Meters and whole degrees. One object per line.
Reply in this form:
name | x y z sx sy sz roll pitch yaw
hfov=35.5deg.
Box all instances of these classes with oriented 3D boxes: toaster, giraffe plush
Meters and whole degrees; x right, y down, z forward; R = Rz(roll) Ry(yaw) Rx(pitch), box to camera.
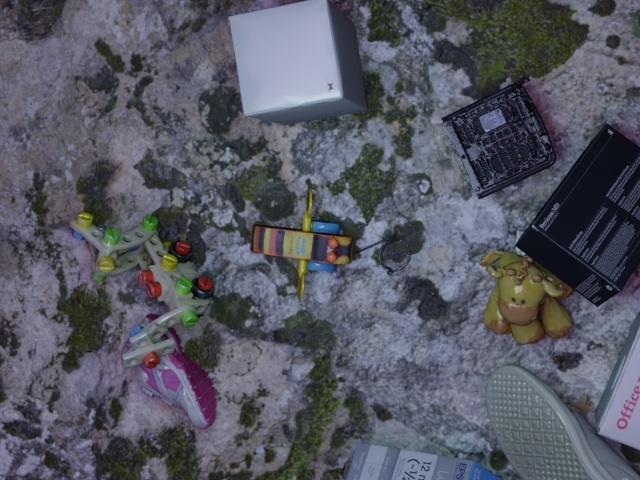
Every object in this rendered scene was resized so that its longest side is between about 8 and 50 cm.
toaster | 0.333 -0.186 1.822 0.185 0.110 0.168 -26 89 12
giraffe plush | 0.369 0.091 1.799 0.181 0.170 0.210 -12 91 12

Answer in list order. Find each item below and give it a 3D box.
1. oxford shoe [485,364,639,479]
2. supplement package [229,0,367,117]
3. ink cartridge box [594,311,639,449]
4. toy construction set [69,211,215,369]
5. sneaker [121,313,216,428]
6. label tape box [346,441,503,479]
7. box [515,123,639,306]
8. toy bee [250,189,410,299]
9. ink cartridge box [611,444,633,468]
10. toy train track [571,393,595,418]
oxford shoe | 0.472 0.407 1.812 0.449 0.130 0.169 48 129 24
supplement package | -0.031 -0.313 1.794 0.177 0.293 0.175 -8 92 11
ink cartridge box | 0.673 0.286 1.772 0.306 0.131 0.226 22 98 11
toy construction set | -0.335 0.083 1.909 0.151 0.215 0.328 -47 58 42
sneaker | -0.302 0.274 1.986 0.111 0.103 0.252 -38 78 13
label tape box | 0.201 0.515 1.782 0.347 0.115 0.249 2 56 29
box | 0.493 -0.046 1.746 0.184 0.103 0.261 39 68 5
toy bee | 0.000 0.000 1.874 0.298 0.162 0.195 -15 88 12
ink cartridge box | 0.540 0.625 1.861 0.308 0.091 0.385 -36 69 11
toy train track | 0.493 0.326 1.866 0.048 0.014 0.083 13 107 43
